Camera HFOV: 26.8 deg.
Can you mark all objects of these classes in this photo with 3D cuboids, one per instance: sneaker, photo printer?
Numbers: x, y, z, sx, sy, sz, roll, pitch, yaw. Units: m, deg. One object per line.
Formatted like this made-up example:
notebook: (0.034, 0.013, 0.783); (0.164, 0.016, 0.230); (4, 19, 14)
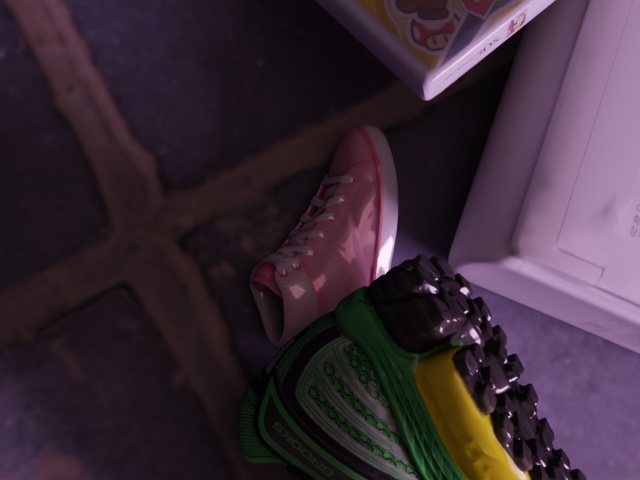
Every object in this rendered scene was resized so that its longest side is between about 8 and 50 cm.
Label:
sneaker: (0.083, 0.176, 0.715); (0.146, 0.134, 0.343); (-28, 102, 17)
photo printer: (0.233, -0.081, 0.785); (0.256, 0.107, 0.307); (22, 77, -14)
sneaker: (0.000, 0.000, 0.727); (0.070, 0.051, 0.134); (6, 86, -23)

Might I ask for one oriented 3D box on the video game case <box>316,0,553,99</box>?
video game case: (0.055, -0.210, 0.726); (0.206, 0.026, 0.227); (-39, 70, -15)
